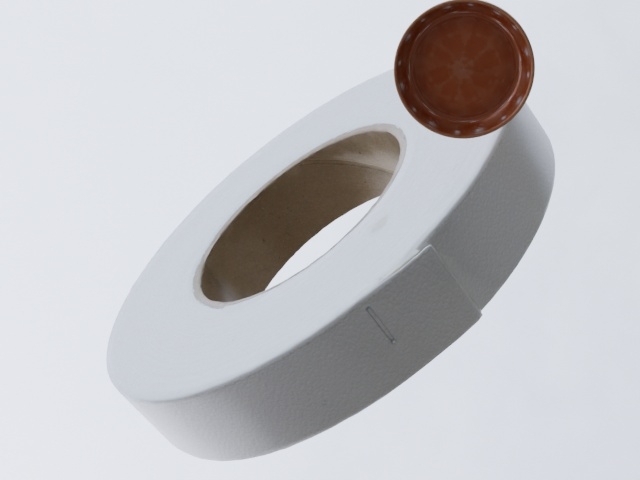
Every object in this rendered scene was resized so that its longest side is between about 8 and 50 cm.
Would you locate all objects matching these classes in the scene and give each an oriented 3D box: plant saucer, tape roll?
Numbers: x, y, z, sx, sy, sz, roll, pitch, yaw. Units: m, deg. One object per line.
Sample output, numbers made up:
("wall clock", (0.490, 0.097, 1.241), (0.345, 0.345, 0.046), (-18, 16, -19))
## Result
("plant saucer", (0.086, -0.103, 0.594), (0.013, 0.083, 0.084), (-62, -37, -67))
("tape roll", (0.000, 0.000, 0.784), (0.392, 0.392, 0.072), (-48, -65, -21))
